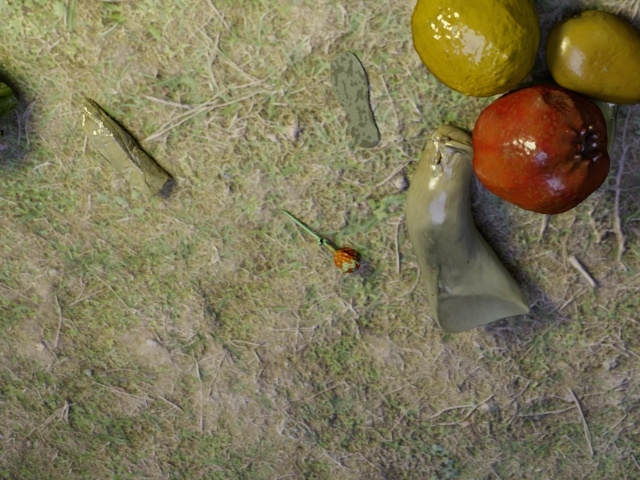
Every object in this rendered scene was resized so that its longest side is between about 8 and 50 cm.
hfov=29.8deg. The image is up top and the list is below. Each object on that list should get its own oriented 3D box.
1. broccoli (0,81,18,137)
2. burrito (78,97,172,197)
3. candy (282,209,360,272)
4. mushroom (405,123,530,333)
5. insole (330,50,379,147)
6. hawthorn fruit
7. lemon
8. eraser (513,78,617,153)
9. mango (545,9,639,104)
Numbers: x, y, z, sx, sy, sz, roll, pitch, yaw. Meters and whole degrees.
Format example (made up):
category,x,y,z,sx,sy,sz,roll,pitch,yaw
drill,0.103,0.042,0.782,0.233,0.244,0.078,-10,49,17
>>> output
category,x,y,z,sx,sy,sz,roll,pitch,yaw
broccoli,-0.649,-0.238,2.212,0.176,0.198,0.226,-33,149,-1
burrito,-0.374,-0.173,2.250,0.063,0.058,0.229,-29,115,35
candy,0.000,0.000,2.283,0.184,0.049,0.055,37,172,-6
mushroom,0.239,-0.021,2.142,0.177,0.126,0.397,-14,122,14
insole,0.060,-0.245,2.095,0.065,0.006,0.193,-6,125,20
hawthorn fruit,0.331,-0.145,1.902,0.253,0.205,0.205,5,136,54
lemon,0.241,-0.324,1.859,0.231,0.192,0.192,40,128,-6
eraser,0.403,-0.203,1.990,0.172,0.058,0.117,6,129,12
mango,0.443,-0.281,1.884,0.195,0.098,0.137,31,98,-15
